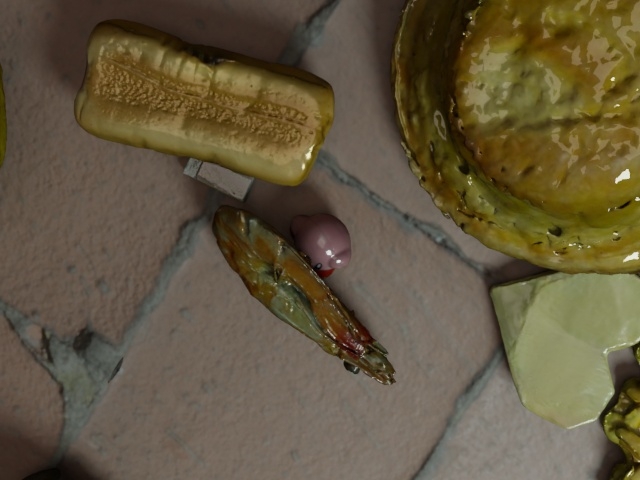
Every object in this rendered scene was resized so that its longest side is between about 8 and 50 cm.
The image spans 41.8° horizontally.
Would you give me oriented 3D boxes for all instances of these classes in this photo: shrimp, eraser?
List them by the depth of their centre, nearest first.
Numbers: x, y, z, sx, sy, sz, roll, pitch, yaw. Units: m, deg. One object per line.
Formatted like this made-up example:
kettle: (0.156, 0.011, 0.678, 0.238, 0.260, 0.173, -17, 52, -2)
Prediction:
shrimp: (-0.013, 0.067, 0.973, 0.294, 0.154, 0.062, 41, 68, -9)
eraser: (-0.123, -0.081, 1.022, 0.083, 0.019, 0.038, 25, 98, 3)

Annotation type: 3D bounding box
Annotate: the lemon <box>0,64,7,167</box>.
lemon: (-0.486, -0.137, 0.934, 0.268, 0.268, 0.322, -5, 91, 6)

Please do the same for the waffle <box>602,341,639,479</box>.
waffle: (0.468, 0.247, 0.927, 0.307, 0.060, 0.312, 9, 95, 30)

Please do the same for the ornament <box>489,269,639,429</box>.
ornament: (0.277, 0.103, 0.981, 0.180, 0.059, 0.201, 29, 99, 10)

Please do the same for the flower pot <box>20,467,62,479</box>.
flower pot: (-0.325, 0.440, 0.993, 0.301, 0.213, 0.302, 1, 96, 5)

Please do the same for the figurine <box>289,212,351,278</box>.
figurine: (0.000, 0.000, 0.989, 0.083, 0.071, 0.067, 42, 80, -2)

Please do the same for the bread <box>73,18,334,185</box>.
bread: (-0.135, -0.158, 0.980, 0.305, 0.091, 0.142, 17, 103, 4)

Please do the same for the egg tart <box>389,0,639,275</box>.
egg tart: (0.270, -0.169, 0.853, 0.442, 0.178, 0.444, 5, 103, 20)
